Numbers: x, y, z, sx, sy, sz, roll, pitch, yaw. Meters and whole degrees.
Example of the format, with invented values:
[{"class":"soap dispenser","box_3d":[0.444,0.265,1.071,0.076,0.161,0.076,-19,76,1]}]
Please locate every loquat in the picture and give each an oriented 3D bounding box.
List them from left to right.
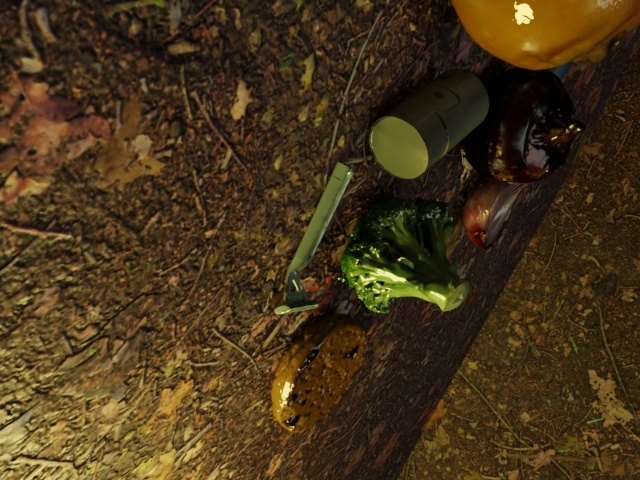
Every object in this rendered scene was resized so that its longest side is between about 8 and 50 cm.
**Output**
[{"class":"loquat","box_3d":[0.367,-0.430,0.960,0.328,0.328,0.328,-42,149,-32]}]

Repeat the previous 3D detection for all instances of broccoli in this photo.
[{"class":"broccoli","box_3d":[0.185,0.037,1.193,0.269,0.269,0.254,-55,139,-9]}]

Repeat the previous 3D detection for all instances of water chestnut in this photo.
[{"class":"water chestnut","box_3d":[0.488,-0.263,1.419,0.300,0.300,0.300,-42,149,-32]}]

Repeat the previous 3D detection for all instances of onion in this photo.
[{"class":"onion","box_3d":[0.511,-0.120,1.781,0.283,0.120,0.227,-44,148,-24]}]

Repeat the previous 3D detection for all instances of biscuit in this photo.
[{"class":"biscuit","box_3d":[-0.006,0.283,1.327,0.296,0.075,0.296,-35,143,-32]}]

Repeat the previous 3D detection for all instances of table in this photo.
[{"class":"table","box_3d":[0.203,-0.217,1.118,0.220,0.126,0.126,-40,148,-34]}]

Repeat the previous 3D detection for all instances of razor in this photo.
[{"class":"razor","box_3d":[-0.009,-0.005,1.057,0.111,0.056,0.278,3,107,-63]}]

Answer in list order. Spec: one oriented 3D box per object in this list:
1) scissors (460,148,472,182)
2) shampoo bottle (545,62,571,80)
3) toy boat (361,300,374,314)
[{"class":"scissors","box_3d":[0.381,-0.205,1.571,0.085,0.022,0.176,-56,158,2]},{"class":"shampoo bottle","box_3d":[0.650,-0.448,1.757,0.258,0.061,0.104,-58,153,-2]},{"class":"toy boat","box_3d":[0.147,0.096,1.418,0.066,0.065,0.172,8,116,-49]}]
